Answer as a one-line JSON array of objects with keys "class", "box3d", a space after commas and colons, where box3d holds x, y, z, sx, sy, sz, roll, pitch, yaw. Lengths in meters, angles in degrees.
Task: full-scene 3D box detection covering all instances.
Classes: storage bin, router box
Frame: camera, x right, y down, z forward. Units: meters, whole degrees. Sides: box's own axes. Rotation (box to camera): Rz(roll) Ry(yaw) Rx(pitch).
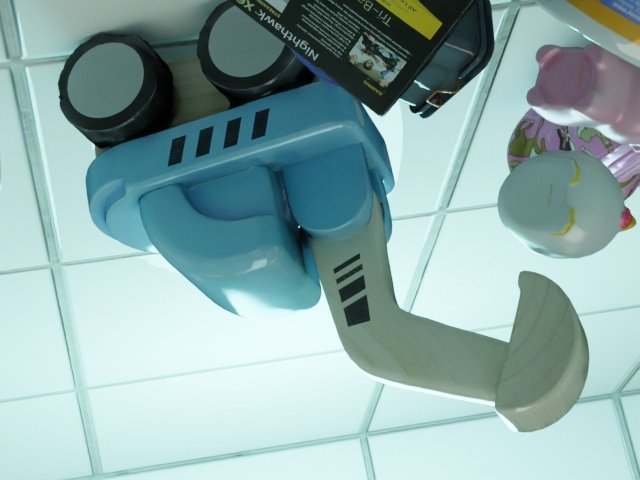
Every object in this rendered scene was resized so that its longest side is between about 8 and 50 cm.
[{"class": "storage bin", "box3d": [0.096, -0.187, 1.543, 0.091, 0.098, 0.135, 14, 148, -26]}, {"class": "router box", "box3d": [-0.013, -0.259, 1.088, 0.309, 0.081, 0.243, 38, 146, -2]}]

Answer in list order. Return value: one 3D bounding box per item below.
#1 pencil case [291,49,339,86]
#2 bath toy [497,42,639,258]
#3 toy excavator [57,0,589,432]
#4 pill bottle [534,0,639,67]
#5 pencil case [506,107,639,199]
[{"class": "pencil case", "box3d": [0.064, -0.250, 1.224, 0.119, 0.133, 0.306, 33, 146, 2]}, {"class": "bath toy", "box3d": [0.267, -0.145, 1.391, 0.151, 0.348, 0.129, 14, 176, 37]}, {"class": "toy excavator", "box3d": [0.000, 0.000, 1.465, 0.433, 0.445, 0.222, -16, 158, 11]}, {"class": "pill bottle", "box3d": [0.290, -0.279, 1.222, 0.152, 0.152, 0.272, 12, 116, -43]}, {"class": "pencil case", "box3d": [0.343, -0.142, 1.615, 0.167, 0.160, 0.386, -14, 168, -25]}]
